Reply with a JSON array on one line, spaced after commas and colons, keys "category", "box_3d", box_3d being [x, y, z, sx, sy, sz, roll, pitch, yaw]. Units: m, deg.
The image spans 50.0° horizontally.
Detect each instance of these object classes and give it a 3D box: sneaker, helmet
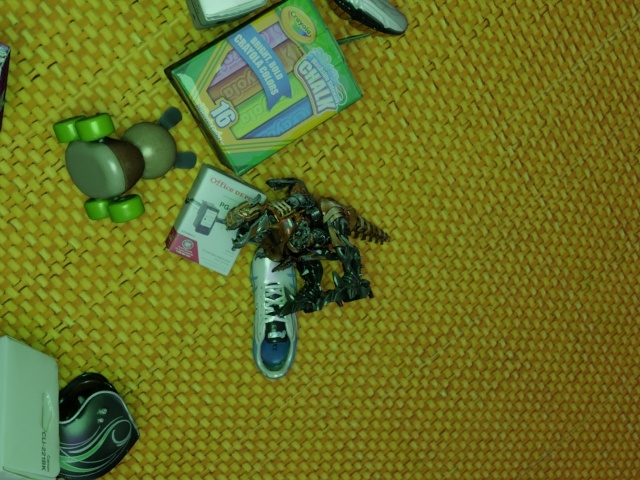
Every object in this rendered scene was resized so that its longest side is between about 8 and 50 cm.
[{"category": "sneaker", "box_3d": [-0.076, 0.123, 1.176, 0.085, 0.086, 0.237, -4, 102, -13]}, {"category": "sneaker", "box_3d": [0.046, -0.427, 1.080, 0.262, 0.099, 0.121, 31, 89, -21]}, {"category": "helmet", "box_3d": [-0.388, 0.301, 1.089, 0.161, 0.169, 0.170, -29, 109, -24]}]

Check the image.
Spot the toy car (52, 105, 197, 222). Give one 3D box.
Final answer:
[{"category": "toy car", "box_3d": [-0.282, -0.135, 1.058, 0.188, 0.148, 0.155, -32, 116, -37]}]

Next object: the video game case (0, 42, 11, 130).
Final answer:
[{"category": "video game case", "box_3d": [-0.526, -0.225, 0.902, 0.210, 0.232, 0.042, 22, 63, -19]}]

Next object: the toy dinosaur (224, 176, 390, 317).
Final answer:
[{"category": "toy dinosaur", "box_3d": [0.000, 0.000, 1.115, 0.321, 0.164, 0.219, -7, 79, -22]}]

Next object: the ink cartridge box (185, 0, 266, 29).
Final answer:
[{"category": "ink cartridge box", "box_3d": [-0.153, -0.389, 0.965, 0.092, 0.218, 0.159, -21, 107, -10]}]

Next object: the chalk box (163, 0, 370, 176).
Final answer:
[{"category": "chalk box", "box_3d": [-0.065, -0.256, 1.043, 0.289, 0.180, 0.179, -34, 109, -7]}]

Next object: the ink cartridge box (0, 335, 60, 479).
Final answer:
[{"category": "ink cartridge box", "box_3d": [-0.522, 0.280, 0.977, 0.272, 0.197, 0.114, -20, 147, 9]}]

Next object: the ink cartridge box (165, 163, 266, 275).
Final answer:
[{"category": "ink cartridge box", "box_3d": [-0.171, -0.035, 1.123, 0.109, 0.063, 0.151, 25, 95, -19]}]

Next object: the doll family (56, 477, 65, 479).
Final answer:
[{"category": "doll family", "box_3d": [-0.460, 0.429, 1.049, 0.163, 0.263, 0.118, 33, 50, -29]}]
